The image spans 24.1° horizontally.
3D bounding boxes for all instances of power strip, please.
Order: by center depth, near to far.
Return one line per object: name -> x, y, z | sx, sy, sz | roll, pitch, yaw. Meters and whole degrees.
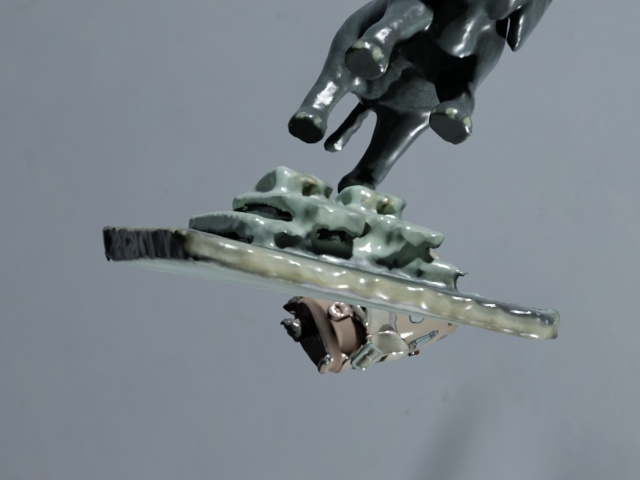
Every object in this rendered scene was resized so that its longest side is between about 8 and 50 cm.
power strip -> 0.000, 0.000, 0.784 | 0.198, 0.213, 0.065 | 14, 85, -21

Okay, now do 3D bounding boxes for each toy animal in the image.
toy animal -> 0.070, -0.118, 0.825 | 0.082, 0.137, 0.269 | 38, 142, -9

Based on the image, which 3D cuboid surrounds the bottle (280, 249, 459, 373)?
bottle -> 0.043, 0.069, 1.331 | 0.099, 0.152, 0.099 | 41, 141, 44
